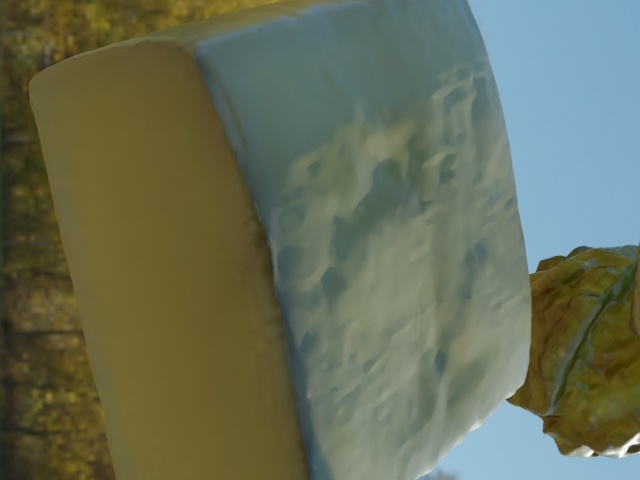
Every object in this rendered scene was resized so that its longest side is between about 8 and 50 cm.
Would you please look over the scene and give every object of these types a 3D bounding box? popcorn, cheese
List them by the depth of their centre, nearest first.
[{"bbox_3d":[0.000,0.000,0.723,0.265,0.124,0.242,-27,113,-55],"label":"cheese"},{"bbox_3d":[0.243,0.092,1.257,0.155,0.198,0.197,175,-86,-79],"label":"popcorn"}]

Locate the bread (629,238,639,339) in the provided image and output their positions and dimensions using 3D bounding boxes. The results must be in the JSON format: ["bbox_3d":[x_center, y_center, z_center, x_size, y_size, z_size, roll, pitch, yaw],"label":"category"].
[{"bbox_3d":[0.309,0.012,1.067,0.134,0.148,0.141,21,-69,54],"label":"bread"}]
